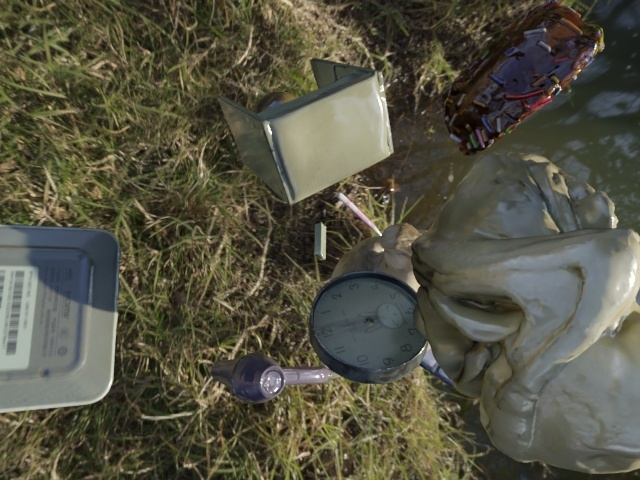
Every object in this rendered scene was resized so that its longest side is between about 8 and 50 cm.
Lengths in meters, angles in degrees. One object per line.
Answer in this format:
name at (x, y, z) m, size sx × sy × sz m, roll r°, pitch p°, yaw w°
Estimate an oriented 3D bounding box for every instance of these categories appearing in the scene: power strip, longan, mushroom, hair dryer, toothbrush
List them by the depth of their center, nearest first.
power strip at (0.000, 0.000, 0.848) m, size 0.017 × 0.027 × 0.083 m, roll -9°, pitch 57°, yaw 16°
mushroom at (0.173, 0.106, 0.976) m, size 0.298 × 0.290 × 0.297 m, roll 7°, pitch 54°, yaw -9°
hair dryer at (-0.099, 0.372, 1.186) m, size 0.361 × 0.301 × 0.121 m, roll 12°, pitch 74°, yaw -33°
longan at (-0.114, -0.333, 1.222) m, size 0.168 × 0.187 × 0.167 m, roll -3°, pitch 82°, yaw 23°
toothbrush at (0.153, -0.055, 1.362) m, size 0.286 × 0.025 × 0.020 m, roll 41°, pitch 67°, yaw -24°

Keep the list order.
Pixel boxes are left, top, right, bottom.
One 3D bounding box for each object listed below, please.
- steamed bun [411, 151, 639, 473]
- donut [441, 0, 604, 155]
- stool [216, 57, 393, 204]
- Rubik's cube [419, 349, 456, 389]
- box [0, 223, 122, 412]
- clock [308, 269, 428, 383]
steamed bun at (0.234, 0.082, 0.522) m, size 0.247 × 0.339 × 0.352 m, roll -14°, pitch 108°, yaw 17°
donut at (0.253, -0.222, 0.584) m, size 0.096 × 0.216 × 0.230 m, roll 44°, pitch 44°, yaw -5°
stool at (-0.033, -0.236, 0.875) m, size 0.244 × 0.270 × 0.170 m, roll -28°, pitch 127°, yaw -16°
Rubik's cube at (0.344, 0.231, 1.360) m, size 0.301 × 0.305 × 0.303 m, roll 34°, pitch 85°, yaw -2°
box at (-0.653, 0.162, 0.936) m, size 0.397 × 0.111 × 0.395 m, roll 2°, pitch 74°, yaw -23°
clock at (0.085, 0.143, 0.757) m, size 0.215 × 0.215 × 0.042 m, roll -16°, pitch 138°, yaw -16°
